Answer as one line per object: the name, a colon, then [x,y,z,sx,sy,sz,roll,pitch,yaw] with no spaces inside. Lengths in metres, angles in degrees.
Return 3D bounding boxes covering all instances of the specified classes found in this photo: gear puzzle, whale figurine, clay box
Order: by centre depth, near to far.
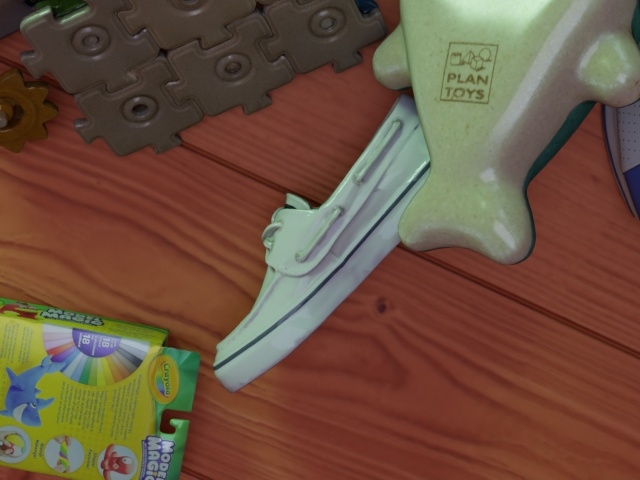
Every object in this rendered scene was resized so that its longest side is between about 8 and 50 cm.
whale figurine: [0.141,-0.113,0.956,0.216,0.141,0.271,7,82,34]
gear puzzle: [-0.126,-0.146,0.996,0.339,0.044,0.175,-24,140,8]
clay box: [-0.213,0.122,1.070,0.222,0.053,0.127,11,100,-3]

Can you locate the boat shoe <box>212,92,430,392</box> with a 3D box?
boat shoe: [0.000,0.000,1.025,0.088,0.096,0.267,44,97,-3]

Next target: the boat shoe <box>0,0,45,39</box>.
boat shoe: [-0.180,-0.266,0.966,0.341,0.127,0.158,-23,85,-4]

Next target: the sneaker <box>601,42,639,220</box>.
sneaker: [0.284,-0.149,0.947,0.128,0.182,0.315,1,101,2]
